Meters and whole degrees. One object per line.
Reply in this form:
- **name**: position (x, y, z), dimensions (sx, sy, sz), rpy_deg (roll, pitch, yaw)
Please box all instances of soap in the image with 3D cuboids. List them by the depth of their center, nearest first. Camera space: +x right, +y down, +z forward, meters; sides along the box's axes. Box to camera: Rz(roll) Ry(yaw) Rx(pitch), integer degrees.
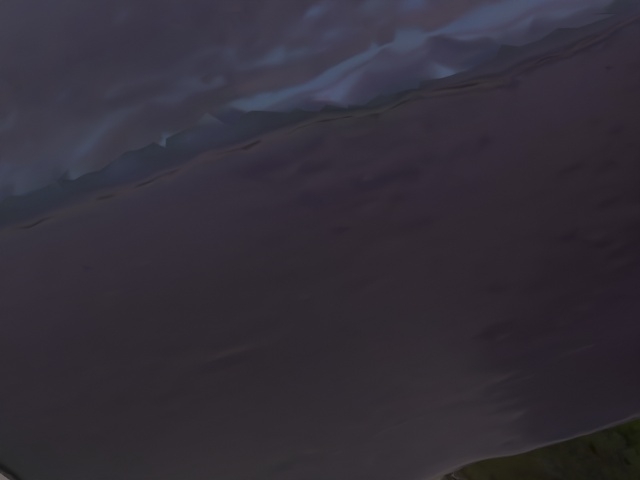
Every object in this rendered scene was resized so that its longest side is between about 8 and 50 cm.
- **soap**: position (0.000, 0.000, 0.530), dimensions (0.296, 0.285, 0.107), rpy_deg (64, 10, -58)

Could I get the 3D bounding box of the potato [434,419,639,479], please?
- **potato**: position (0.159, 0.071, 0.932), dimensions (0.112, 0.269, 0.255), rpy_deg (-78, 151, -51)
